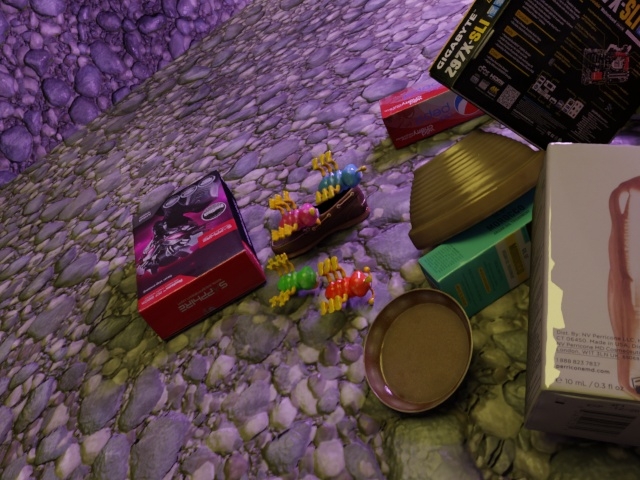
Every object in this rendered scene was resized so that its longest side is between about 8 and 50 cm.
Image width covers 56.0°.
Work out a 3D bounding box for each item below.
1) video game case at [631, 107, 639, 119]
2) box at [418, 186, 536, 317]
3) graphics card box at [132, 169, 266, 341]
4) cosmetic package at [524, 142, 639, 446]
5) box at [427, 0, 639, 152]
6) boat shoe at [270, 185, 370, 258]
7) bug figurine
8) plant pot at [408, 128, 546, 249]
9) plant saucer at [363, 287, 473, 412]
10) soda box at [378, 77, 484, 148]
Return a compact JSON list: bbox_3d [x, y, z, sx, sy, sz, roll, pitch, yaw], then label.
[{"bbox_3d":[0.544,-0.332,1.105,0.269,0.061,0.244,-45,38,-19],"label":"video game case"},{"bbox_3d":[0.267,0.010,0.857,0.244,0.100,0.060,-33,37,-2],"label":"box"},{"bbox_3d":[-0.264,0.013,1.248,0.233,0.094,0.371,-30,34,1],"label":"graphics card box"},{"bbox_3d":[0.302,0.054,0.662,0.129,0.153,0.296,4,61,15],"label":"cosmetic package"},{"bbox_3d":[0.353,-0.269,0.876,0.257,0.322,0.079,-58,32,17],"label":"box"},{"bbox_3d":[-0.009,-0.040,1.146,0.207,0.073,0.073,-30,36,3],"label":"boat shoe"},{"bbox_3d":[0.000,0.000,1.031,0.216,0.072,0.279,-18,66,38],"label":"bug figurine"},{"bbox_3d":[0.219,-0.092,0.914,0.237,0.109,0.237,-33,0,0],"label":"plant pot"},{"bbox_3d":[0.133,0.148,0.808,0.168,0.029,0.168,-22,53,33],"label":"plant saucer"},{"bbox_3d":[0.258,-0.289,1.242,0.263,0.083,0.092,-21,36,15],"label":"soda box"}]
